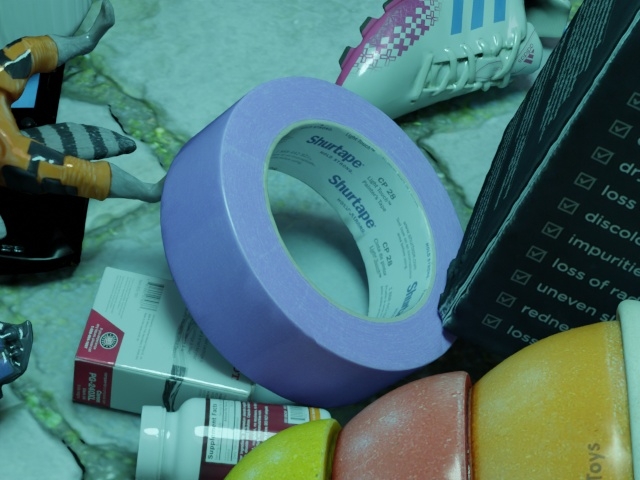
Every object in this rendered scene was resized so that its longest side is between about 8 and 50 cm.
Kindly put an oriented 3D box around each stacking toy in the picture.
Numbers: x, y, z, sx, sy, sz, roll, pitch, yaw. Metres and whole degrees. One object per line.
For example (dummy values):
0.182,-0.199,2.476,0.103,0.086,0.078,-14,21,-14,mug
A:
0.036,0.225,1.156,0.480,0.350,0.351,-2,45,9,stacking toy

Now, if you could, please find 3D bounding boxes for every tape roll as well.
0.000,0.000,1.370,0.275,0.090,0.275,25,49,-31,tape roll

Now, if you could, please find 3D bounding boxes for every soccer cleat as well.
0.144,-0.200,1.662,0.143,0.116,0.331,32,49,19,soccer cleat

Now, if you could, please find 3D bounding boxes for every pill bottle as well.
-0.070,0.171,1.285,0.152,0.086,0.086,6,46,-5,pill bottle

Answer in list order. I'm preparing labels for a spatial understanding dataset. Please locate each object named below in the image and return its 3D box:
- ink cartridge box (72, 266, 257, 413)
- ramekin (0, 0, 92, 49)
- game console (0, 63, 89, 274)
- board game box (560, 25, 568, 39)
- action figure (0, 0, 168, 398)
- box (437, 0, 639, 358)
-0.124,0.094,1.363,0.150,0.063,0.109,12,45,0,ink cartridge box
-0.348,-0.264,1.576,0.273,0.127,0.273,-5,38,4,ramekin
-0.320,-0.105,1.528,0.213,0.044,0.361,6,45,-7,game console
0.427,-0.125,1.685,0.316,0.064,0.242,-1,47,-12,board game box
-0.291,-0.032,1.372,0.330,0.178,0.341,-18,82,-18,action figure
0.421,-0.062,1.289,0.480,0.472,0.297,26,46,-2,box
